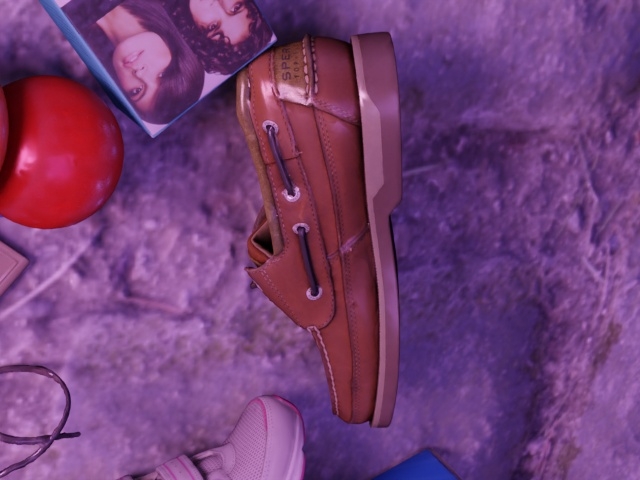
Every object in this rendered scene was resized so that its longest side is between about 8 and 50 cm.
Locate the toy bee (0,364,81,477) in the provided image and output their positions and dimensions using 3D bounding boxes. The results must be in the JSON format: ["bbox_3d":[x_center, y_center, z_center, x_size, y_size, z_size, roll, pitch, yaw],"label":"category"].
[{"bbox_3d":[-0.262,0.237,0.817,0.298,0.195,0.162,-25,150,-32],"label":"toy bee"}]

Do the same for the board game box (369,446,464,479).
[{"bbox_3d":[0.009,0.370,1.099,0.308,0.086,0.302,-26,125,-18],"label":"board game box"}]

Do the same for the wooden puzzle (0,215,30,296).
[{"bbox_3d":[-0.226,0.021,0.815,0.116,0.014,0.078,-44,133,-4],"label":"wooden puzzle"}]

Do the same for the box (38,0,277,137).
[{"bbox_3d":[-0.128,-0.181,0.735,0.100,0.060,0.244,-40,128,-7],"label":"box"}]

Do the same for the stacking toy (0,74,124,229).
[{"bbox_3d":[-0.252,-0.067,0.691,0.330,0.141,0.141,6,111,-42],"label":"stacking toy"}]

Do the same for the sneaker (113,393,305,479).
[{"bbox_3d":[-0.108,0.204,0.927,0.111,0.103,0.252,42,75,-17],"label":"sneaker"}]

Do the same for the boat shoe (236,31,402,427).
[{"bbox_3d":[0.000,0.000,0.896,0.104,0.111,0.307,-4,122,-1],"label":"boat shoe"}]
